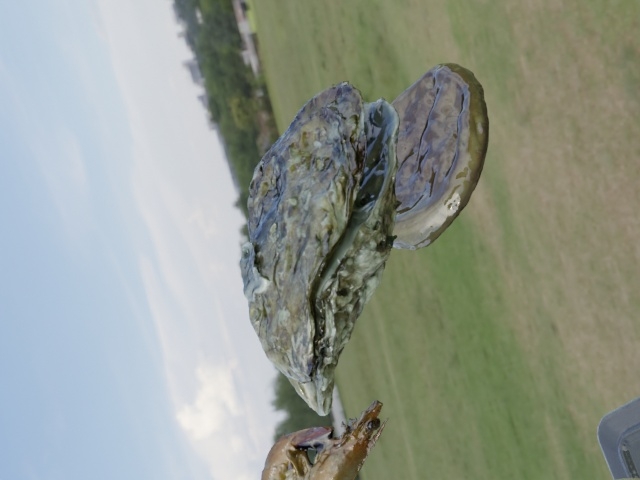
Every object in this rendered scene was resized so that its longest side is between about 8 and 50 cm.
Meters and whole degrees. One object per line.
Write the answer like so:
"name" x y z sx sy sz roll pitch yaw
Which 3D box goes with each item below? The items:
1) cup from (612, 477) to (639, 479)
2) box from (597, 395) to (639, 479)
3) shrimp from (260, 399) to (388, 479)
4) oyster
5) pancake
"cup" 0.343 0.411 1.150 0.202 0.255 0.173 -5 107 51
"box" 0.677 0.418 1.717 0.373 0.090 0.367 -47 52 47
"shrimp" -0.001 0.359 1.658 0.152 0.287 0.063 39 -166 21
"oyster" 0.001 0.004 1.036 0.162 0.158 0.351 151 126 -66
"pancake" 0.137 -0.118 1.412 0.049 0.294 0.294 27 -152 -31
